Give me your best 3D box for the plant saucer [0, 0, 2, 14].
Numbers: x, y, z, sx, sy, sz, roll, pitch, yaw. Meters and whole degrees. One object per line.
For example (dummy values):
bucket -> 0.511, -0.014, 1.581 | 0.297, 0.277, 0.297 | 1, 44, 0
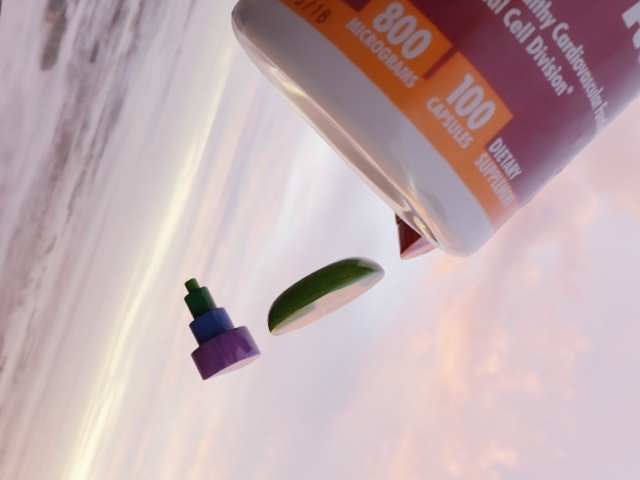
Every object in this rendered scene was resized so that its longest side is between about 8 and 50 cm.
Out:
plant saucer -> -0.436, -0.265, 0.885 | 0.050, 0.310, 0.311 | -15, 133, -57

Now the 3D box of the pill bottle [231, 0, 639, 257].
pill bottle -> 0.153, -0.197, 0.568 | 0.392, 0.224, 0.224 | -45, -166, 2

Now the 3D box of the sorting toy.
sorting toy -> 0.000, 0.000, 0.866 | 0.365, 0.126, 0.127 | -33, 168, 21
